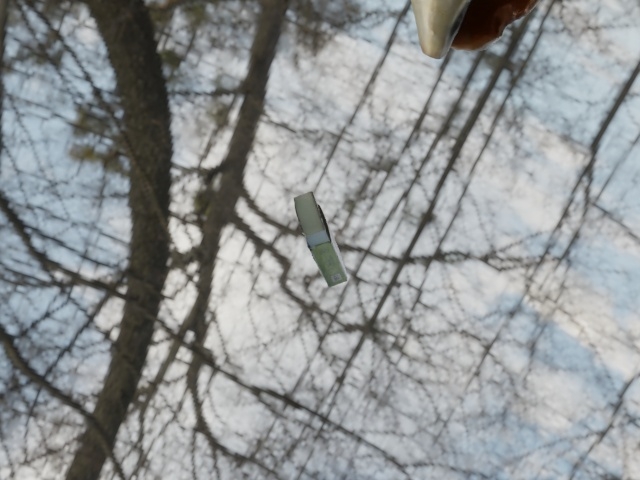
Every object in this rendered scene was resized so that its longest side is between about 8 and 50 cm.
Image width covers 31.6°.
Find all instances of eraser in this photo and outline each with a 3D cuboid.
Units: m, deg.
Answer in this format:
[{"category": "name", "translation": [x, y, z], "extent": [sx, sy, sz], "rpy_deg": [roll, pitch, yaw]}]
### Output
[{"category": "eraser", "translation": [0.000, 0.000, 0.840], "extent": [0.019, 0.083, 0.038], "rpy_deg": [-18, -120, 3]}]

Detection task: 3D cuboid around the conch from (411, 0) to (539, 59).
[{"category": "conch", "translation": [0.086, -0.182, 0.579], "extent": [0.104, 0.094, 0.176], "rpy_deg": [19, -118, -48]}]
